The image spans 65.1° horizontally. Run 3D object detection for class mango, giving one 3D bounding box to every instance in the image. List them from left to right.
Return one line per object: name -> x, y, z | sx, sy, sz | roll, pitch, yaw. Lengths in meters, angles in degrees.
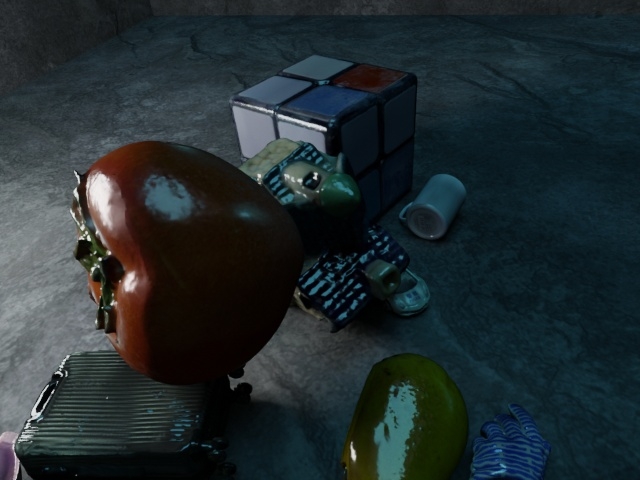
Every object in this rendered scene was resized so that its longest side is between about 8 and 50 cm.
mango -> 0.114, 0.281, 0.704 | 0.167, 0.130, 0.262 | 16, 50, 19

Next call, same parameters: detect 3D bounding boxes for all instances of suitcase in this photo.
suitcase -> -0.274, 0.274, 0.769 | 0.312, 0.128, 0.202 | -1, 37, 4

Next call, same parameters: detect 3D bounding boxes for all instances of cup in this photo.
cup -> 0.255, -0.068, 1.149 | 0.099, 0.136, 0.133 | 39, 51, 0

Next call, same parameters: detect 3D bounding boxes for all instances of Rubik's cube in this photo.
Rubik's cube -> 0.019, -0.224, 1.187 | 0.316, 0.318, 0.313 | 25, 48, 32

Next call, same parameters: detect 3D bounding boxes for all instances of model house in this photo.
model house -> 0.002, -0.001, 0.883 | 0.243, 0.298, 0.284 | -44, 41, -21

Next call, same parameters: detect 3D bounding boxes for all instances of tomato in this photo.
tomato -> -0.186, 0.024, 0.716 | 0.273, 0.341, 0.341 | -13, 36, -35

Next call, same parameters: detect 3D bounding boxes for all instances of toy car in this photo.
toy car -> 0.140, 0.071, 1.012 | 0.095, 0.056, 0.205 | -21, 40, -18

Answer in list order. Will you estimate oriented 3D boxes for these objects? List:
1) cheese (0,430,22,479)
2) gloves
cheese -> -0.504, 0.401, 0.681 | 0.189, 0.074, 0.286 | -12, 44, 33
gloves -> 0.254, 0.316, 0.676 | 0.119, 0.097, 0.229 | 31, 40, -2
